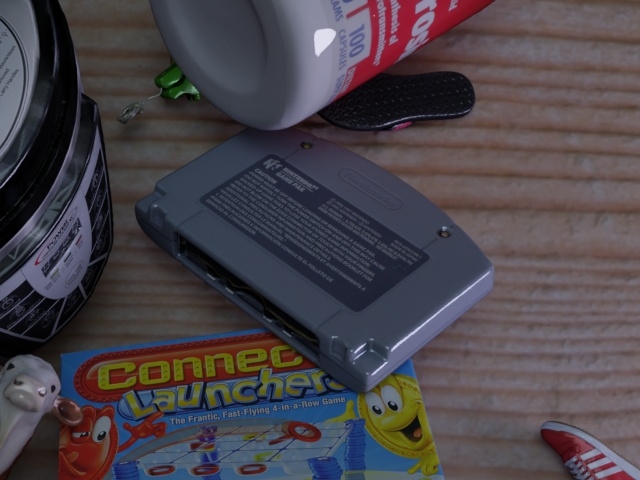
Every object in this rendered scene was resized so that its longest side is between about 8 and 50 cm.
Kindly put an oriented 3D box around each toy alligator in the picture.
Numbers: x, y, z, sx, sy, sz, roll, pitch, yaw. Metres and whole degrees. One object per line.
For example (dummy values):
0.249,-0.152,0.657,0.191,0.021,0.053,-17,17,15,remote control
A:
-0.123,-0.166,1.275,0.190,0.056,0.051,-49,119,-19,toy alligator

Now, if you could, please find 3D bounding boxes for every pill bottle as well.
0.052,-0.290,1.218,0.407,0.229,0.229,-35,74,-30,pill bottle

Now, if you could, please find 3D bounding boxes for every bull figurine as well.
-0.330,0.193,1.016,0.310,0.101,0.188,-19,32,32,bull figurine

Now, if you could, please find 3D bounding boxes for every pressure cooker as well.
-0.370,-0.080,1.024,0.375,0.420,0.370,-16,69,-10,pressure cooker

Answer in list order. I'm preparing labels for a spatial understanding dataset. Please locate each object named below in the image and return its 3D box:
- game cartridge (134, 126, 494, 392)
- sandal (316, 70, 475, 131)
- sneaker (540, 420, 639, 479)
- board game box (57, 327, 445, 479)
0.000,0.000,1.153,0.294,0.060,0.196,35,56,30,game cartridge
0.069,-0.138,1.285,0.179,0.040,0.067,-3,73,-20,sandal
0.240,0.217,1.148,0.118,0.042,0.067,32,67,7,sneaker
-0.056,0.206,1.034,0.308,0.086,0.302,-7,40,-5,board game box
